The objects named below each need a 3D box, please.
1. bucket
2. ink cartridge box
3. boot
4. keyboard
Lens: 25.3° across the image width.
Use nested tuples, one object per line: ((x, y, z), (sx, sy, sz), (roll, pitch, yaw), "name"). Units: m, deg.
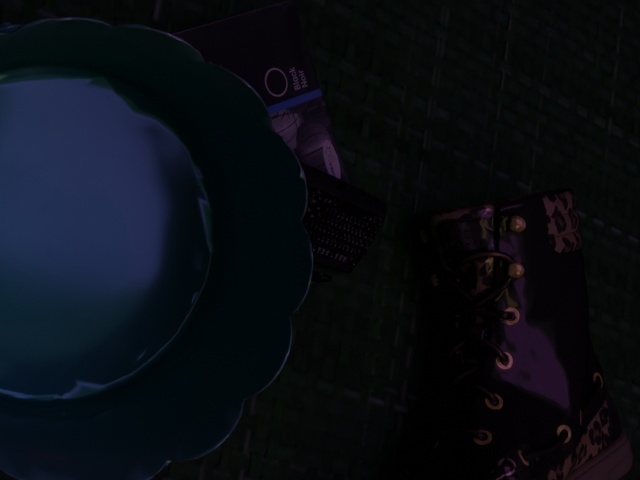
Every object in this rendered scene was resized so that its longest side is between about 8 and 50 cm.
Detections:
((-0.153, 0.002, 0.898), (0.281, 0.183, 0.281), (-2, 95, -18), "bucket")
((-0.127, -0.065, 1.071), (0.332, 0.065, 0.165), (-26, 103, -40), "ink cartridge box")
((0.139, 0.111, 1.241), (0.377, 0.138, 0.284), (-12, 95, -47), "boot")
((0.000, 0.000, 1.144), (0.100, 0.038, 0.192), (-57, 151, 8), "keyboard")
